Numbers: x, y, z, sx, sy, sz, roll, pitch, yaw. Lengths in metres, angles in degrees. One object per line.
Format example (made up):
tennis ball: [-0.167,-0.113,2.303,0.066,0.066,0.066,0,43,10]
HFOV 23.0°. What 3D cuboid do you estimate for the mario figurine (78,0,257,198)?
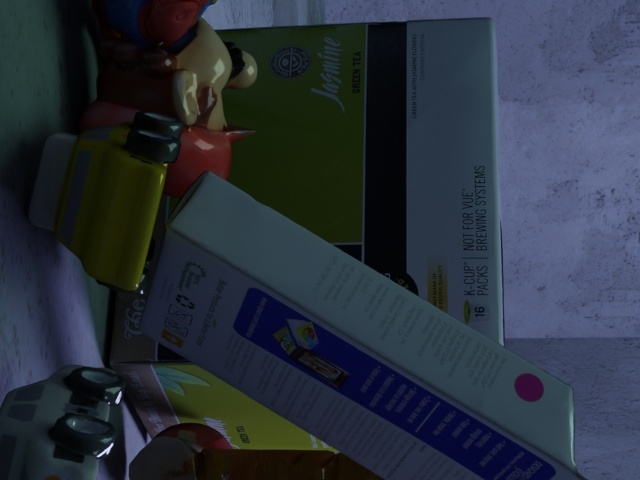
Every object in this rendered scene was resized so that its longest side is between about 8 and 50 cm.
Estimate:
mario figurine: [-0.101,-0.189,1.183,0.198,0.170,0.321,-83,169,-71]

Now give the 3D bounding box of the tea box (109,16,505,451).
tea box: [0.000,0.000,1.400,0.220,0.323,0.329,79,12,-62]

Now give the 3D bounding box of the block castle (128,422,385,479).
block castle: [-0.018,0.374,1.266,0.213,0.303,0.453,69,22,-81]

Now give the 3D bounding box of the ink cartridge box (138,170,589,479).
ink cartridge box: [0.049,0.103,1.100,0.069,0.371,0.176,-55,175,-29]

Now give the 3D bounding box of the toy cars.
toy cars: [-0.156,0.049,0.974,0.176,0.087,0.394,111,-10,-51]
